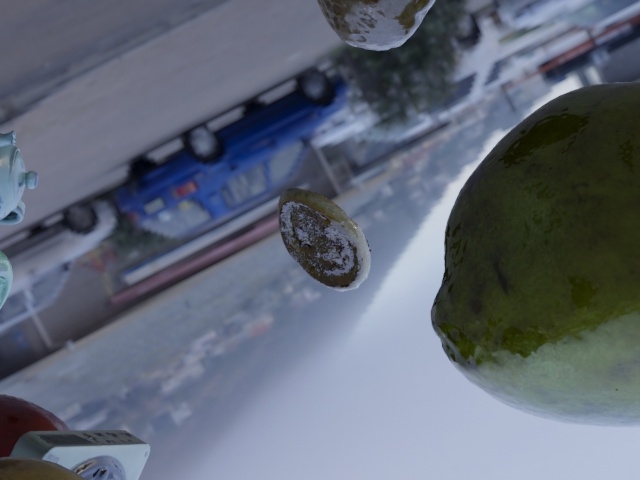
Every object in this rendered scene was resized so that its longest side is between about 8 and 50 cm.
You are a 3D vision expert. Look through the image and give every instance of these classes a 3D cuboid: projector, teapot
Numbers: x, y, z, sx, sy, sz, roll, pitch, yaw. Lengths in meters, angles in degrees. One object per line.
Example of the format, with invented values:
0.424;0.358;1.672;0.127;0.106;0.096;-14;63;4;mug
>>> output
-0.336;0.367;1.827;0.259;0.079;0.257;-65;157;4;projector
-0.484;-0.090;2.110;0.159;0.159;0.232;-28;156;-20;teapot

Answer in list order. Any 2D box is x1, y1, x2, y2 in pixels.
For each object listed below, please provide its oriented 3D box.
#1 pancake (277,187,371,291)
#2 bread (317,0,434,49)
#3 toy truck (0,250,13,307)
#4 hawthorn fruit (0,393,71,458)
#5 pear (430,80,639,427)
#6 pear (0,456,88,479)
0.000;0.000;1.819;0.028;0.158;0.158;-43;-169;-31;pancake
0.067;-0.312;1.526;0.230;0.123;0.230;-160;-90;-77;bread
-0.346;0.068;0.994;0.279;0.155;0.156;-58;165;-2;toy truck
-0.474;0.363;2.209;0.307;0.265;0.265;-8;-167;34;hawthorn fruit
0.312;0.017;1.440;0.413;0.352;0.352;-19;-173;32;pear
-0.304;0.348;1.348;0.314;0.314;0.314;-27;-177;1;pear
